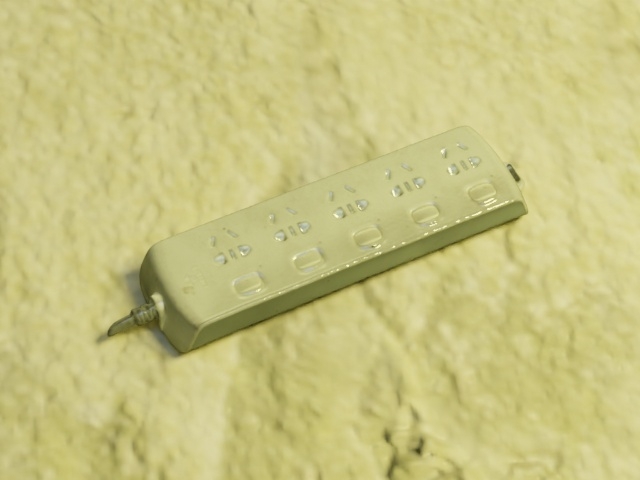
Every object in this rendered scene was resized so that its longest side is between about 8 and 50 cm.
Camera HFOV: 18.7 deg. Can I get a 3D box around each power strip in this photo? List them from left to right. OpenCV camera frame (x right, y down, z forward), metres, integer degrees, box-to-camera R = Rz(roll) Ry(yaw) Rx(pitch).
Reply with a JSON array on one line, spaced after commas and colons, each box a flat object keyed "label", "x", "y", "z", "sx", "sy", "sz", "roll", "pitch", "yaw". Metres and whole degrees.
[{"label": "power strip", "x": 0.000, "y": 0.000, "z": 1.047, "sx": 0.252, "sy": 0.027, "sz": 0.060, "roll": -22, "pitch": 58, "yaw": -18}]
